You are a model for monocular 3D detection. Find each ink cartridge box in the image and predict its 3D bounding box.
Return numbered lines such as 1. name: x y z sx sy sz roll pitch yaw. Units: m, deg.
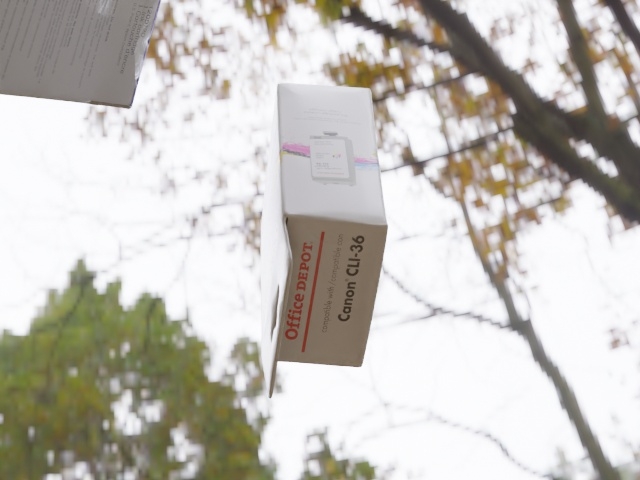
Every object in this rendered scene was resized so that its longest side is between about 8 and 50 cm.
1. ink cartridge box: 0.000 0.000 1.201 0.067 0.198 0.115 5 -54 -5
2. ink cartridge box: -0.152 -0.183 1.117 0.045 0.208 0.206 21 -81 25
